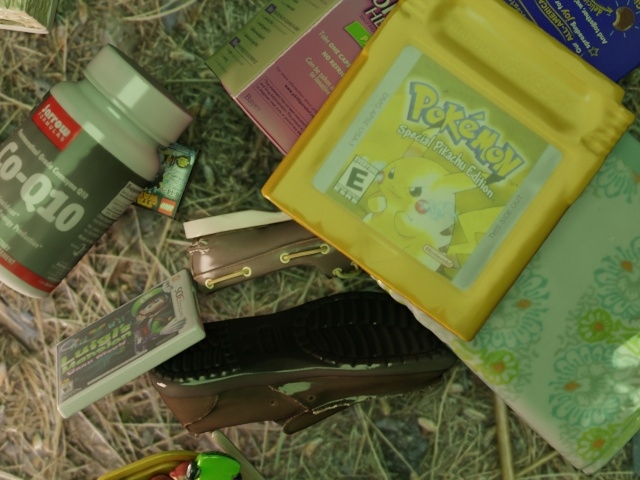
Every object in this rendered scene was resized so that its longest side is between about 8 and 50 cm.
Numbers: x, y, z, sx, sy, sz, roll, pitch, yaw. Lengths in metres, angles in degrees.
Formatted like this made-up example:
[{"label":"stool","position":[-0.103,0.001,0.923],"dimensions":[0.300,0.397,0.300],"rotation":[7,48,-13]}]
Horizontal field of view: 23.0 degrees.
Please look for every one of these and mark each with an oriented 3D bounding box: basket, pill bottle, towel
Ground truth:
[{"label":"basket","position":[-0.381,-0.347,1.923],"dimensions":[0.113,0.103,0.167],"rotation":[9,89,6]},{"label":"pill bottle","position":[-0.293,-0.084,1.848],"dimensions":[0.161,0.161,0.283],"rotation":[42,94,5]},{"label":"towel","position":[0.294,0.047,1.806],"dimensions":[0.374,0.090,0.320],"rotation":[44,91,-15]}]

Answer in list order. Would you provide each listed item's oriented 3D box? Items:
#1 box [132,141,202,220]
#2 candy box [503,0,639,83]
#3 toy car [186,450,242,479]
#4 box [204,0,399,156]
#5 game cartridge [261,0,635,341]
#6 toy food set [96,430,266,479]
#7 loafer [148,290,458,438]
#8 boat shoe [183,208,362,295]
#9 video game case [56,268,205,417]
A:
[{"label":"box","position":[-0.226,-0.091,1.937],"dimensions":[0.137,0.027,0.094],"rotation":[19,90,5]},{"label":"candy box","position":[0.293,-0.320,1.832],"dimensions":[0.317,0.122,0.268],"rotation":[-37,101,2]},{"label":"toy car","position":[-0.142,0.329,1.808],"dimensions":[0.239,0.053,0.225],"rotation":[14,114,-12]},{"label":"box","position":[0.006,-0.227,1.820],"dimensions":[0.243,0.213,0.117],"rotation":[-43,111,2]},{"label":"game cartridge","position":[0.141,-0.099,1.704],"dimensions":[0.285,0.053,0.324],"rotation":[35,96,-2]},{"label":"toy food set","position":[-0.179,0.317,1.863],"dimensions":[0.217,0.071,0.128],"rotation":[-23,131,4]},{"label":"loafer","position":[-0.018,0.155,1.879],"dimensions":[0.365,0.134,0.130],"rotation":[-5,131,-1]},{"label":"boat shoe","position":[0.000,0.000,1.875],"dimensions":[0.324,0.116,0.097],"rotation":[-8,92,8]},{"label":"video game case","position":[-0.229,0.119,1.862],"dimensions":[0.190,0.173,0.022],"rotation":[-31,113,3]}]
